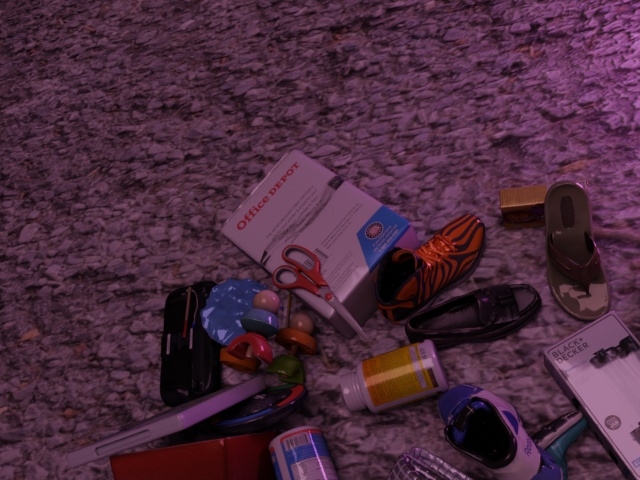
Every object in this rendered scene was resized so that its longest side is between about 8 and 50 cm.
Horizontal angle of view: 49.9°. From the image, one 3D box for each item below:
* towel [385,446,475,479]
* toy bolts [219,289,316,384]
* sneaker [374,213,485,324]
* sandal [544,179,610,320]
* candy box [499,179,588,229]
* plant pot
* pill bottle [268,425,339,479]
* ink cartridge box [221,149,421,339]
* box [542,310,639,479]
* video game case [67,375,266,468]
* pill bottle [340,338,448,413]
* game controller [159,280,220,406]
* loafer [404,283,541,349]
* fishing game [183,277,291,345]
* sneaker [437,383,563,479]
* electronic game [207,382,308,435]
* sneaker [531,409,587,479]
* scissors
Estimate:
[{"bbox_3d":[0.224,0.553,1.252,0.284,0.121,0.235,29,106,30],"label":"towel"},{"bbox_3d":[-0.131,0.209,1.562,0.218,0.228,0.158,7,66,22],"label":"toy bolts"},{"bbox_3d":[0.247,0.044,1.536,0.125,0.180,0.321,36,80,31],"label":"sneaker"},{"bbox_3d":[0.528,0.024,1.441,0.120,0.086,0.302,-12,90,15],"label":"sandal"},{"bbox_3d":[0.504,-0.078,1.547,0.187,0.109,0.053,-4,61,19],"label":"candy box"},{"bbox_3d":[-0.244,0.538,1.425,0.267,0.267,0.235,-13,75,15],"label":"plant pot"},{"bbox_3d":[-0.021,0.509,1.420,0.124,0.124,0.221,-26,57,7],"label":"pill bottle"},{"bbox_3d":[0.000,0.000,1.666,0.395,0.166,0.285,36,81,32],"label":"ink cartridge box"},{"bbox_3d":[0.580,0.301,1.319,0.169,0.087,0.290,-30,56,3],"label":"box"},{"bbox_3d":[-0.315,0.381,1.466,0.300,0.329,0.036,-24,82,22],"label":"video game case"},{"bbox_3d":[0.156,0.297,1.471,0.215,0.117,0.117,-20,57,10],"label":"pill bottle"},{"bbox_3d":[-0.328,0.254,1.730,0.166,0.067,0.319,-21,55,27],"label":"game controller"},{"bbox_3d":[0.328,0.163,1.490,0.303,0.095,0.109,-20,57,10],"label":"loafer"},{"bbox_3d":[-0.204,0.178,1.703,0.264,0.041,0.189,0,61,-1],"label":"fishing game"},{"bbox_3d":[0.301,0.339,1.281,0.127,0.182,0.315,-46,24,0],"label":"sneaker"},{"bbox_3d":[-0.136,0.364,1.502,0.229,0.229,0.048,-18,92,11],"label":"electronic game"},{"bbox_3d":[0.426,0.446,1.311,0.110,0.107,0.275,36,84,13],"label":"sneaker"},{"bbox_3d":[0.013,0.104,1.496,0.297,0.021,0.109,28,78,32],"label":"scissors"}]
